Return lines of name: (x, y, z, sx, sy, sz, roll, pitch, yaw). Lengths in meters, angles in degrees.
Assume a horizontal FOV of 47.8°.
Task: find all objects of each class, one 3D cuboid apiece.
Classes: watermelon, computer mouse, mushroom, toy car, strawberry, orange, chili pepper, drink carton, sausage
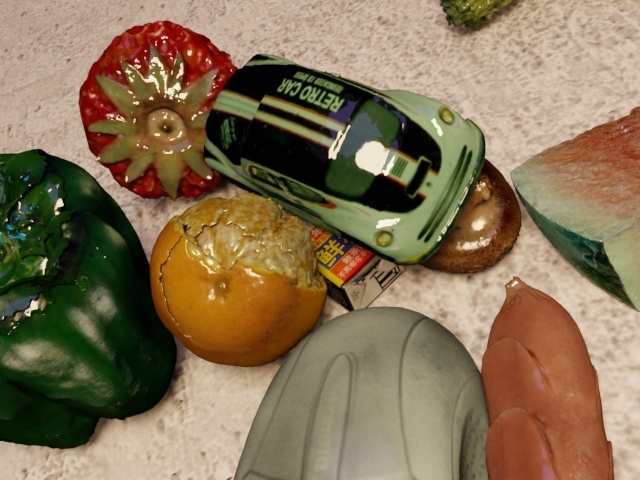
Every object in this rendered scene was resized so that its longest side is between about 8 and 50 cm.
watermelon: (0.291, -0.062, 0.607, 0.241, 0.094, 0.154, -32, 36, -2)
computer mouse: (0.020, 0.195, 0.506, 0.188, 0.122, 0.371, -8, 54, 22)
mushroom: (0.123, -0.027, 0.655, 0.109, 0.085, 0.126, -37, 53, 38)
toy car: (-0.008, -0.091, 0.644, 0.305, 0.125, 0.136, 28, 90, 38)
strawberry: (-0.175, -0.166, 0.866, 0.205, 0.205, 0.244, -26, 23, 6)
orange: (-0.071, 0.033, 0.635, 0.156, 0.134, 0.157, 0, 91, 1)
chili pepper: (-0.263, 0.064, 0.664, 0.233, 0.257, 0.249, -25, 47, 0)
drink carton: (0.000, 0.000, 0.716, 0.071, 0.056, 0.165, -39, 46, -16)
sausage: (0.146, 0.206, 0.453, 0.087, 0.088, 0.433, -8, 51, 22)

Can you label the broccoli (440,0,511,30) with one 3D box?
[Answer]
broccoli: (0.286, -0.330, 0.766, 0.353, 0.274, 0.397, -28, 64, 28)
